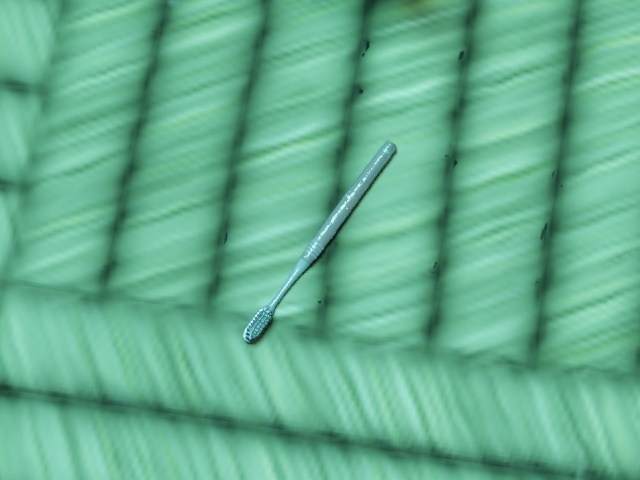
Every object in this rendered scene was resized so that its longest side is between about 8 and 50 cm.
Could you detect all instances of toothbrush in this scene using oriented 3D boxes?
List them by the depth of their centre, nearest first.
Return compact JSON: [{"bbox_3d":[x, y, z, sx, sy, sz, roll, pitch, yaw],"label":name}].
[{"bbox_3d":[0.000,0.000,0.708,0.006,0.008,0.097,37,79,-4],"label":"toothbrush"}]
